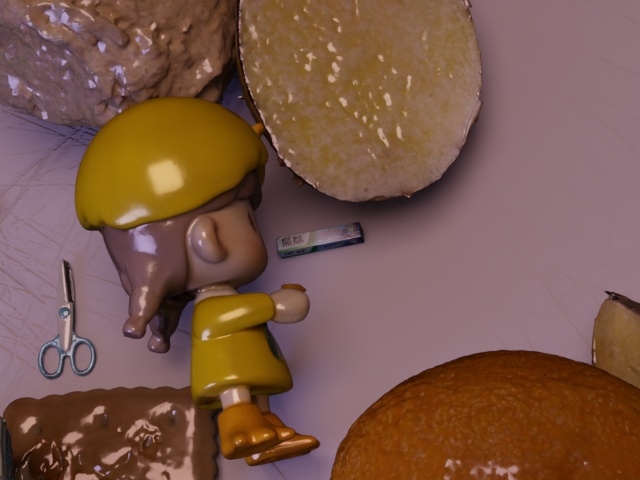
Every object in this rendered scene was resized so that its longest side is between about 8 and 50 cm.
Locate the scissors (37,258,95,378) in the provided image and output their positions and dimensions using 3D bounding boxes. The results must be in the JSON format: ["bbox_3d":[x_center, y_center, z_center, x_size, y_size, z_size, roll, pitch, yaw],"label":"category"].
[{"bbox_3d":[-0.250,0.076,1.741,0.058,0.014,0.119,-7,71,6],"label":"scissors"}]

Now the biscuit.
[{"bbox_3d":[-0.196,0.290,1.633,0.217,0.044,0.325,-5,68,10],"label":"biscuit"}]

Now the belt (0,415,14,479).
[{"bbox_3d":[-0.351,0.225,1.623,0.147,0.163,0.082,-7,64,-8],"label":"belt"}]

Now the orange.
[{"bbox_3d":[0.176,0.251,1.431,0.357,0.322,0.322,8,70,-3],"label":"orange"}]

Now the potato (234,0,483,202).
[{"bbox_3d":[0.033,-0.171,1.722,0.239,0.116,0.299,-13,82,-10],"label":"potato"}]

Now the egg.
[{"bbox_3d":[-0.219,-0.235,1.721,0.310,0.279,0.279,22,73,-2],"label":"egg"}]

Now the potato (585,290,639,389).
[{"bbox_3d":[0.350,0.141,1.554,0.243,0.138,0.098,33,102,41],"label":"potato"}]

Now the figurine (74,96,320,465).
[{"bbox_3d":[-0.102,0.033,1.604,0.187,0.215,0.344,-18,74,-8],"label":"figurine"}]

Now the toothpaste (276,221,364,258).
[{"bbox_3d":[0.000,0.000,1.722,0.083,0.020,0.017,-11,71,6],"label":"toothpaste"}]
